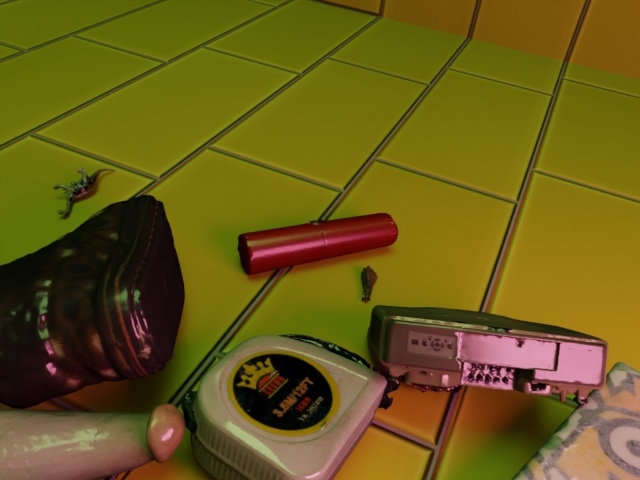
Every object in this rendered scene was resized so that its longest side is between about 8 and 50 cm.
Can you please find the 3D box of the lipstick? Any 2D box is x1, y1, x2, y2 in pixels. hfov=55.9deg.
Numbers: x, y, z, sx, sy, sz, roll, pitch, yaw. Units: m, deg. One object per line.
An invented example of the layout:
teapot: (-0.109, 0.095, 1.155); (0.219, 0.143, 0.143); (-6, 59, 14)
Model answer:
lipstick: (0.000, 0.000, 1.043); (0.280, 0.073, 0.073); (-10, 41, -23)

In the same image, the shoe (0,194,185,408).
shoe: (-0.318, 0.067, 0.815); (0.237, 0.171, 0.384); (-13, 26, -4)

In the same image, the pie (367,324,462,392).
pie: (0.125, 0.170, 0.873); (0.092, 0.034, 0.170); (-22, 47, -38)

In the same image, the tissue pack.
tissue pack: (0.357, 0.300, 0.671); (0.311, 0.127, 0.228); (-25, 48, -37)

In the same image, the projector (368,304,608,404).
projector: (0.200, 0.139, 0.781); (0.270, 0.088, 0.193); (7, -1, -1)

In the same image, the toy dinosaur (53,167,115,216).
toy dinosaur: (-0.452, -0.105, 1.131); (0.058, 0.037, 0.180); (32, 45, -7)

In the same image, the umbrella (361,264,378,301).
umbrella: (0.080, 0.071, 1.008); (0.031, 0.020, 0.083); (41, 31, -23)

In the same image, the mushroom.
mushroom: (-0.287, 0.227, 0.661); (0.270, 0.118, 0.103); (-7, 76, -17)

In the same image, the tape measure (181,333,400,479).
tape measure: (-0.043, 0.205, 0.743); (0.207, 0.115, 0.235); (25, 32, 20)
